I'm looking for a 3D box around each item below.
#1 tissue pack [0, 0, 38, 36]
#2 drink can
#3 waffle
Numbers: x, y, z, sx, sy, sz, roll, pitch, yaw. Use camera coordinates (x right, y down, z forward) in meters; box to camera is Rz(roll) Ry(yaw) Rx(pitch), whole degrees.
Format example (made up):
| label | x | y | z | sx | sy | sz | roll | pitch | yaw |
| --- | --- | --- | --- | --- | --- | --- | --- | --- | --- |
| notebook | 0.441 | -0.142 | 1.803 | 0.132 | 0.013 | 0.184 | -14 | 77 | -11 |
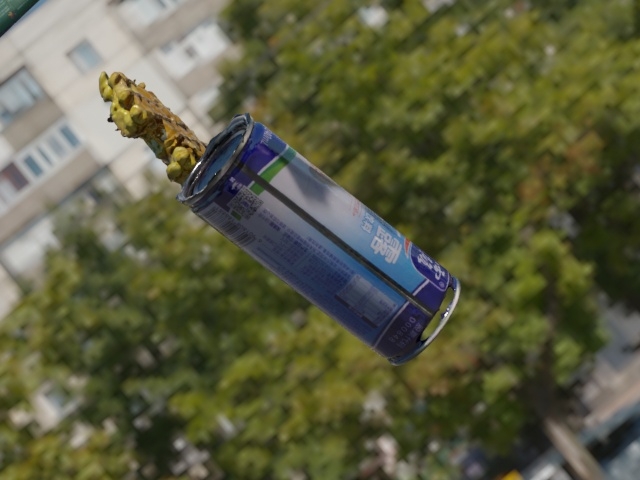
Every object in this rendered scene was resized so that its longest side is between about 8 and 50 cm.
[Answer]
| label | x | y | z | sx | sy | sz | roll | pitch | yaw |
| --- | --- | --- | --- | --- | --- | --- | --- | --- | --- |
| tissue pack | -0.316 | -0.250 | 1.890 | 0.111 | 0.085 | 0.079 | -48 | 23 | -23 |
| drink can | 0.000 | 0.000 | 1.636 | 0.097 | 0.235 | 0.097 | -48 | 16 | 19 |
| waffle | -0.144 | -0.091 | 2.110 | 0.051 | 0.229 | 0.231 | -48 | 32 | 6 |
